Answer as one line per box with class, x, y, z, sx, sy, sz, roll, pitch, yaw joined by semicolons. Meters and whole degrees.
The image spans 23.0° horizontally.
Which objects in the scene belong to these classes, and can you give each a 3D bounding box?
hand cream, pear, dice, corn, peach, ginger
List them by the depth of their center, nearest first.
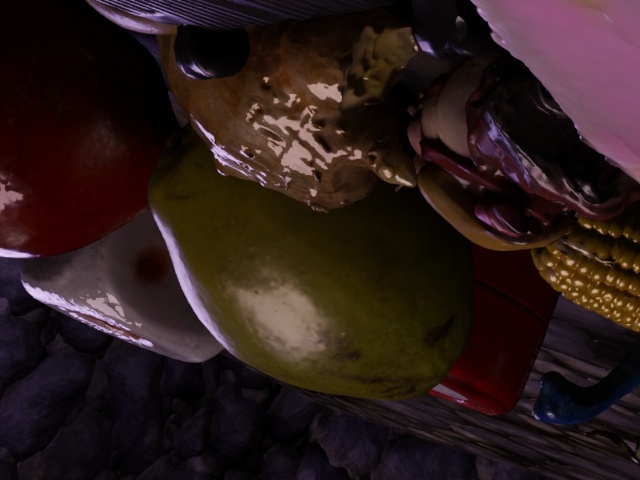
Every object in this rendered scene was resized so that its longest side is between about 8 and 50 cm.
ginger;-0.020;-0.096;0.915;0.216;0.102;0.157;38;141;23
corn;0.259;0.031;1.056;0.244;0.093;0.093;23;170;-6
pear;0.000;0.000;1.121;0.269;0.212;0.212;41;164;-18
peach;-0.215;-0.085;1.181;0.243;0.199;0.243;12;168;3
hand cream;0.089;0.046;1.347;0.230;0.149;0.230;21;172;3
dice;-0.166;0.001;1.536;0.193;0.192;0.194;27;170;-29

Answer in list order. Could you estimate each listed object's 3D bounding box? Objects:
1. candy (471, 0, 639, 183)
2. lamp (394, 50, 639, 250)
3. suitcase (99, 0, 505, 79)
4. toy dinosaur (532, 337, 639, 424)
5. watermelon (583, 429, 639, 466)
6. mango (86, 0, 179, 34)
candy;0.143;-0.093;0.488;0.116;0.155;0.265;12;166;32
lamp;0.106;-0.055;0.890;0.118;0.118;0.253;25;173;-11
suitcase;-0.111;-0.179;0.505;0.335;0.152;0.229;20;173;-27
toy dinosaur;0.267;0.064;0.948;0.248;0.188;0.075;24;177;-14
watermelon;0.399;0.188;1.449;0.204;0.127;0.232;28;167;-29
mango;-0.071;-0.159;0.808;0.161;0.076;0.103;-3;112;36
